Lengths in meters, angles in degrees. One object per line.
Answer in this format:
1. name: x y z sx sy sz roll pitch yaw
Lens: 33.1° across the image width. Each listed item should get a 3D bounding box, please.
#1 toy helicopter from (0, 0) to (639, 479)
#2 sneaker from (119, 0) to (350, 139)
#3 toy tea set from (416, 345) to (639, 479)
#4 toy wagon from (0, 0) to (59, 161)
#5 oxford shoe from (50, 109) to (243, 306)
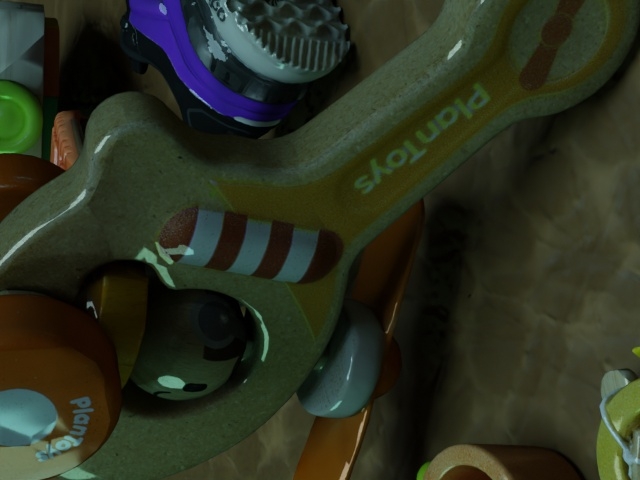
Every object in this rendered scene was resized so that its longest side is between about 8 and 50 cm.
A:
1. toy helicopter: 0.000 0.000 0.495 0.355 0.235 0.140 -38 37 11
2. sneaker: -0.094 -0.183 0.708 0.146 0.102 0.293 -50 52 44
3. toy tea set: 0.069 0.175 0.466 0.336 0.124 0.200 -35 63 50
4. toy wagon: -0.264 -0.027 0.928 0.267 0.068 0.344 -132 44 -69
5. oxford shoe: -0.117 -0.014 0.744 0.363 0.133 0.129 -132 42 -66
